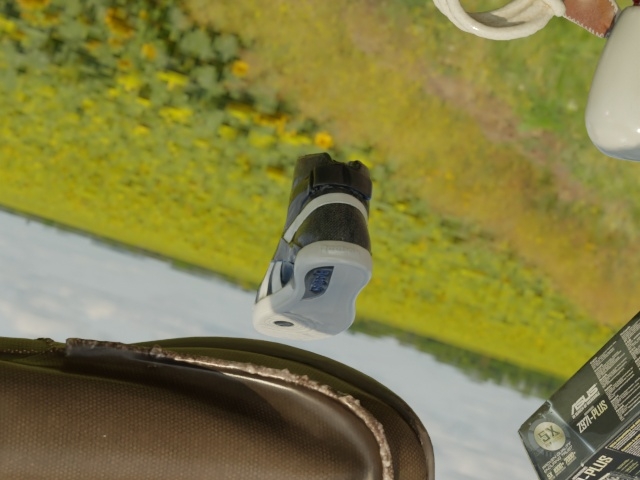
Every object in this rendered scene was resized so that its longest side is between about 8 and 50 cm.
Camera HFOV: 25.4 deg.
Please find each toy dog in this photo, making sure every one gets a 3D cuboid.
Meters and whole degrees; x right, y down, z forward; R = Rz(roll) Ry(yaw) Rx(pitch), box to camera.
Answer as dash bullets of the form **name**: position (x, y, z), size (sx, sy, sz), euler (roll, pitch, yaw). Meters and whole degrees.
- **toy dog**: position (0.216, -0.223, 0.966), size (0.220, 0.333, 0.161), euler (30, 174, -3)

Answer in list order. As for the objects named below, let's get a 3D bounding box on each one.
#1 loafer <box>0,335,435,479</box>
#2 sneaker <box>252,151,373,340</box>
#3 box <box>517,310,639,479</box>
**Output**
- **loafer**: position (-0.129, 0.112, 0.677), size (0.366, 0.133, 0.130), euler (4, -179, 5)
- **sneaker**: position (0.000, 0.000, 1.153), size (0.079, 0.121, 0.217), euler (10, 158, -13)
- **box**: position (0.287, 0.152, 1.215), size (0.147, 0.180, 0.077), euler (19, -146, -34)
